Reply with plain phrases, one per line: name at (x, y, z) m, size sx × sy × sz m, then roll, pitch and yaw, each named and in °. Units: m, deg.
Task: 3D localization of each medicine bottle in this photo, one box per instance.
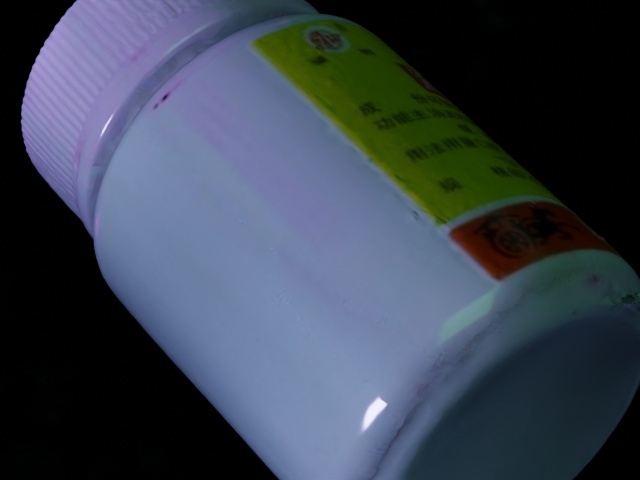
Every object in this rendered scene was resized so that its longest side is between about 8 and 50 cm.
medicine bottle at (0.000, 0.000, 0.725) m, size 0.139 × 0.139 × 0.225 m, roll -29°, pitch 55°, yaw -24°
